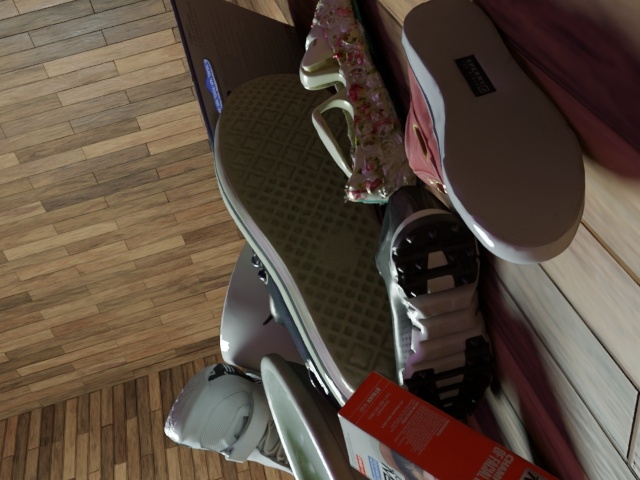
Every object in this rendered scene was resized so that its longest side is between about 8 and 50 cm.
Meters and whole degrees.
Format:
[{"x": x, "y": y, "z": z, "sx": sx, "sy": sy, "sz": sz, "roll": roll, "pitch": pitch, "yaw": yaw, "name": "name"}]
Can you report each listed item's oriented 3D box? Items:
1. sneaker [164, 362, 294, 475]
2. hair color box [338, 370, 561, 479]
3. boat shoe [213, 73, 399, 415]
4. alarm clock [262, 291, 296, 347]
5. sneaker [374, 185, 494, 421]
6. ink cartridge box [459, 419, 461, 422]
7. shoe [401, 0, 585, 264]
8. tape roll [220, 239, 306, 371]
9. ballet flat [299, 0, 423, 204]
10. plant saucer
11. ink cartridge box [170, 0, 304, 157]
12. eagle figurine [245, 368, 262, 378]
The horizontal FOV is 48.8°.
[{"x": -0.077, "y": 0.305, "z": 1.137, "sx": 0.137, "sy": 0.210, "sz": 0.366, "roll": -66, "pitch": -26, "yaw": -4, "name": "sneaker"}, {"x": 0.098, "y": 0.183, "z": 0.554, "sx": 0.167, "sy": 0.053, "sz": 0.093, "roll": 25, "pitch": 146, "yaw": 31, "name": "hair color box"}, {"x": 0.000, "y": 0.000, "z": 0.822, "sx": 0.156, "sy": 0.186, "sz": 0.500, "roll": 91, "pitch": 158, "yaw": -56, "name": "boat shoe"}, {"x": -0.022, "y": 0.037, "z": 0.960, "sx": 0.129, "sy": 0.064, "sz": 0.192, "roll": 76, "pitch": -151, "yaw": -56, "name": "alarm clock"}, {"x": 0.091, "y": 0.053, "z": 0.586, "sx": 0.106, "sy": 0.078, "sz": 0.234, "roll": -104, "pitch": 2, "yaw": -55, "name": "sneaker"}, {"x": 0.143, "y": 0.280, "z": 0.819, "sx": 0.109, "sy": 0.062, "sz": 0.209, "roll": 163, "pitch": 90, "yaw": -86, "name": "ink cartridge box"}, {"x": 0.085, "y": -0.046, "z": 0.376, "sx": 0.081, "sy": 0.063, "sz": 0.178, "roll": 77, "pitch": 180, "yaw": -53, "name": "shoe"}, {"x": -0.045, "y": 0.109, "z": 1.185, "sx": 0.246, "sy": 0.169, "sz": 0.246, "roll": 14, "pitch": -90, "yaw": -80, "name": "tape roll"}, {"x": 0.024, "y": -0.141, "z": 0.656, "sx": 0.091, "sy": 0.077, "sz": 0.241, "roll": 83, "pitch": 170, "yaw": -70, "name": "ballet flat"}, {"x": 0.044, "y": 0.316, "z": 0.888, "sx": 0.400, "sy": 0.100, "sz": 0.400, "roll": 159, "pitch": 90, "yaw": -76, "name": "plant saucer"}, {"x": -0.100, "y": -0.197, "z": 1.028, "sx": 0.307, "sy": 0.072, "sz": 0.304, "roll": -6, "pitch": -103, "yaw": -56, "name": "ink cartridge box"}, {"x": -0.002, "y": 0.236, "z": 1.440, "sx": 0.225, "sy": 0.226, "sz": 0.298, "roll": 47, "pitch": -155, "yaw": -11, "name": "eagle figurine"}]
